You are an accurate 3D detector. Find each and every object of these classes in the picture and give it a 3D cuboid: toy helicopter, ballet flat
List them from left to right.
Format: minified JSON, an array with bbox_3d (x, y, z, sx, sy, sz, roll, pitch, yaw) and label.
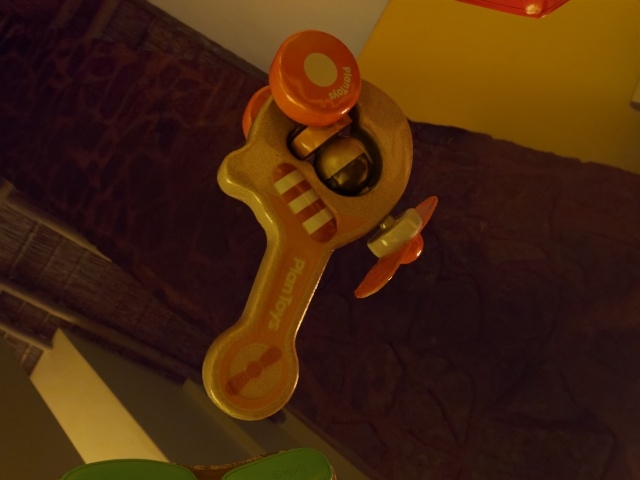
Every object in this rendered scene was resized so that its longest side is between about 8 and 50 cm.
[{"bbox_3d":[-0.195,0.460,0.753,0.482,0.164,0.182,10,-67,-32],"label":"ballet flat"},{"bbox_3d":[0.000,0.000,0.447,0.235,0.140,0.355,26,-107,-17],"label":"toy helicopter"}]

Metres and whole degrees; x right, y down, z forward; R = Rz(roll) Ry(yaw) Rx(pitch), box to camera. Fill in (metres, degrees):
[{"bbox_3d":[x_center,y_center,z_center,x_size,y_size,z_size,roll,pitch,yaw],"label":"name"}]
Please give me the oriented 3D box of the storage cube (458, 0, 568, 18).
[{"bbox_3d":[0.186,-0.348,0.408,0.183,0.215,0.193,-34,-40,-18],"label":"storage cube"}]
